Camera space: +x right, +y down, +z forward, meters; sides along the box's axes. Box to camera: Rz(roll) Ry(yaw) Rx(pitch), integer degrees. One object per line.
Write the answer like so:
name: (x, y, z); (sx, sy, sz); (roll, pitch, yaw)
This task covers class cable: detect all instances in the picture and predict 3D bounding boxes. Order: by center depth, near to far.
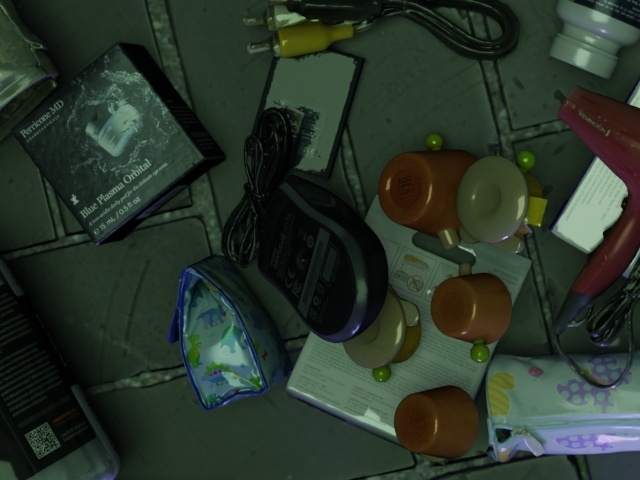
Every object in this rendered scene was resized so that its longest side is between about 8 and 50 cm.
cable: (0.064, -0.250, 1.851); (0.287, 0.072, 0.139); (5, 68, -3)

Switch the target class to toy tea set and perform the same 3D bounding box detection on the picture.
toy tea set: (0.136, 0.056, 1.797); (0.200, 0.124, 0.336); (24, 103, 41)

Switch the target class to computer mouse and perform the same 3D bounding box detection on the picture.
computer mouse: (0.000, 0.000, 1.798); (0.272, 0.072, 0.188); (49, 129, 45)

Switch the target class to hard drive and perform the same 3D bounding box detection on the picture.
hard drive: (-0.017, -0.143, 1.877); (0.094, 0.022, 0.135); (17, 98, 9)

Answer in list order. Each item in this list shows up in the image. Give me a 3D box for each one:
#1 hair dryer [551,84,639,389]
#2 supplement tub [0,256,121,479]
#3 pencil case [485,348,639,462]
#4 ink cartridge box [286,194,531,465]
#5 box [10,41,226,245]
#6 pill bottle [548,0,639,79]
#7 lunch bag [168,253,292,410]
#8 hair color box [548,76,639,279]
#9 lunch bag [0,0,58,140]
hair dryer: (0.303, -0.014, 1.695); (0.224, 0.080, 0.293); (-18, 90, 12)
supplement tub: (-0.377, 0.153, 1.871); (0.207, 0.207, 0.338); (-30, 89, 11)
pencil case: (0.301, 0.165, 1.795); (0.273, 0.124, 0.113); (-4, 94, 9)
ink cartridge box: (0.095, 0.096, 1.874); (0.189, 0.066, 0.232); (24, 77, 8)
box: (-0.215, -0.103, 1.880); (0.156, 0.093, 0.158); (-38, 86, 11)
pill bottle: (0.294, -0.253, 1.776); (0.094, 0.094, 0.169); (23, 98, 7)
lunch bag: (-0.103, 0.092, 1.857); (0.096, 0.129, 0.151); (-18, 92, 10)
hair color box: (0.423, -0.004, 1.769); (0.339, 0.110, 0.185); (31, 98, 8)
lunch bag: (-0.440, -0.185, 1.875); (0.287, 0.169, 0.235); (-38, 87, 15)
